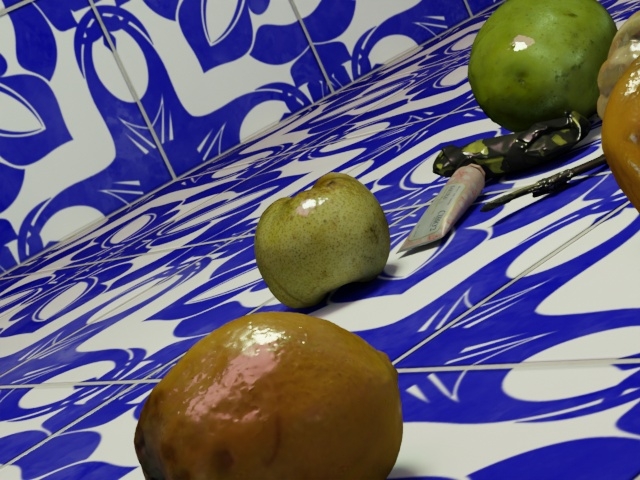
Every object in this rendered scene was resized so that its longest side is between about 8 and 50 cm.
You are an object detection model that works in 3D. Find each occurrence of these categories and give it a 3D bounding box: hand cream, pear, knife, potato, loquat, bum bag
[{"bbox_3d":[0.159,-0.040,2.113,0.067,0.043,0.210,-18,18,33],"label":"hand cream"},{"bbox_3d":[0.000,0.000,1.997,0.167,0.137,0.167,-24,5,2],"label":"pear"},{"bbox_3d":[0.292,-0.074,2.017,0.222,0.021,0.045,-24,10,-19],"label":"knife"},{"bbox_3d":[0.312,-0.250,2.337,0.216,0.216,0.304,-19,2,26],"label":"potato"},{"bbox_3d":[-0.043,0.148,1.297,0.234,0.176,0.187,-25,-7,-16],"label":"loquat"},{"bbox_3d":[0.245,-0.118,2.234,0.232,0.060,0.106,-15,5,35],"label":"bum bag"}]

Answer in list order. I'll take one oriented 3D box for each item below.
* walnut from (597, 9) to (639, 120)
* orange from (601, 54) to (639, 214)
[{"bbox_3d":[0.413,-0.179,1.809,0.245,0.198,0.198,-15,14,48],"label":"walnut"},{"bbox_3d":[0.382,-0.122,1.601,0.249,0.183,0.249,-23,12,5],"label":"orange"}]
